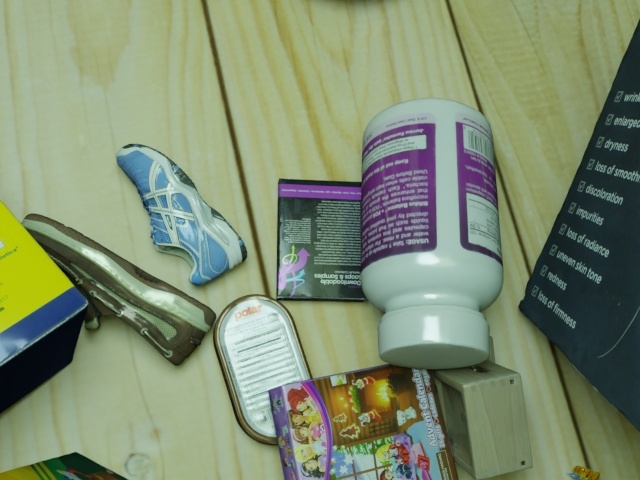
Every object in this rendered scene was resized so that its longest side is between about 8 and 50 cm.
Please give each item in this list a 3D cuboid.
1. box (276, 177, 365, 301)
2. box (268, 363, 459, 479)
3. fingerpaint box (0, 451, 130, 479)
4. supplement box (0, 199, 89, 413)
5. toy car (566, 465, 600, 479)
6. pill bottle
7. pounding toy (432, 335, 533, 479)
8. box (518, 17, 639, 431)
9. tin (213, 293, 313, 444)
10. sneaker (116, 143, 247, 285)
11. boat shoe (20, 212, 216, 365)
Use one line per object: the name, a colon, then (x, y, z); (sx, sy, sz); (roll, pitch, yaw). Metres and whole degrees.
box: (0.000, 0.000, 0.904); (0.116, 0.029, 0.162); (2, 74, -7)
box: (0.066, 0.298, 0.797); (0.201, 0.057, 0.293); (-6, 76, -25)
fingerpaint box: (-0.304, 0.422, 0.576); (0.163, 0.371, 0.445); (29, 74, -1)
supplement box: (-0.443, 0.024, 0.723); (0.356, 0.194, 0.195); (48, 54, 6)
toy car: (0.308, 0.343, 0.868); (0.040, 0.060, 0.122); (17, 46, 41)
pill bottle: (0.132, -0.005, 0.834); (0.169, 0.169, 0.301); (6, 67, -7)
pounding toy: (0.200, 0.197, 0.841); (0.100, 0.141, 0.130); (-8, 92, -10)
box: (0.477, -0.031, 0.667); (0.297, 0.480, 0.471); (16, 102, -5)
tin: (-0.067, 0.158, 0.852); (0.106, 0.040, 0.189); (-17, 79, -16)
sneaker: (-0.188, -0.035, 0.859); (0.081, 0.080, 0.211); (-42, 84, -19)
boat shoe: (-0.257, 0.064, 0.819); (0.257, 0.095, 0.095); (30, 80, 0)
